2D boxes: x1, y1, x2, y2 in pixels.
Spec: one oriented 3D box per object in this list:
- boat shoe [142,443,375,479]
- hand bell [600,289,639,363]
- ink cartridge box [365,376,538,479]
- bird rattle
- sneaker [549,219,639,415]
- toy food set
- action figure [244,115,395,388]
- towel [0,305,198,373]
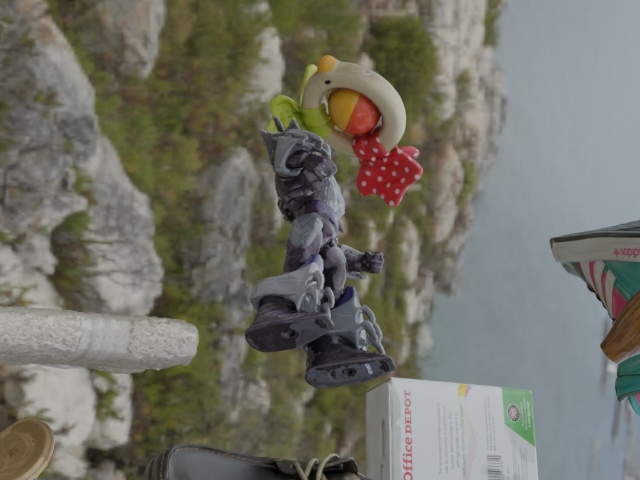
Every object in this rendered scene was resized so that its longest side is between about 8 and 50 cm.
[{"bbox_3d":[-0.004,0.267,1.043,0.130,0.355,0.132,-52,-151,30],"label":"boat shoe"},{"bbox_3d":[0.285,-0.001,0.708,0.242,0.126,0.126,-46,171,22],"label":"hand bell"},{"bbox_3d":[0.171,0.272,1.371,0.093,0.212,0.154,138,-44,-61],"label":"ink cartridge box"},{"bbox_3d":[0.048,-0.172,1.568,0.143,0.253,0.207,-49,169,-34],"label":"bird rattle"},{"bbox_3d":[0.306,0.072,0.967,0.295,0.123,0.178,-174,-107,-86],"label":"sneaker"},{"bbox_3d":[-0.297,0.212,1.014,0.082,0.083,0.020,-51,138,-26],"label":"toy food set"},{"bbox_3d":[0.000,0.000,0.965,0.185,0.099,0.285,52,25,-38],"label":"action figure"},{"bbox_3d":[-0.246,0.098,0.978,0.187,0.282,0.049,6,80,-25],"label":"towel"}]
